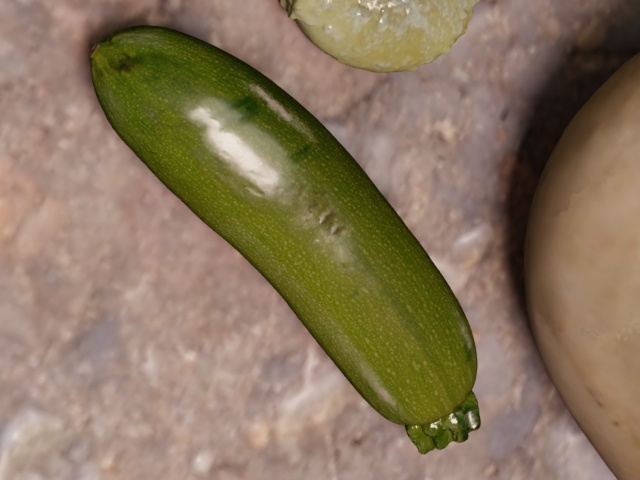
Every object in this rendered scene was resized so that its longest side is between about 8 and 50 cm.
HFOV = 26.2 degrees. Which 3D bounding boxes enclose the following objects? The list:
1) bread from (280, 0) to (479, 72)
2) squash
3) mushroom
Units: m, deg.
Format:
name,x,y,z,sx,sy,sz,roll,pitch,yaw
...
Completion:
name,x,y,z,sx,sy,sz,roll,pitch,yaw
bread,0.057,-0.227,0.613,0.207,0.056,0.287,-17,105,-23
squash,0.000,0.000,0.603,0.069,0.069,0.258,-49,115,-14
mushroom,0.247,0.038,0.599,0.292,0.290,0.293,-4,116,-7
